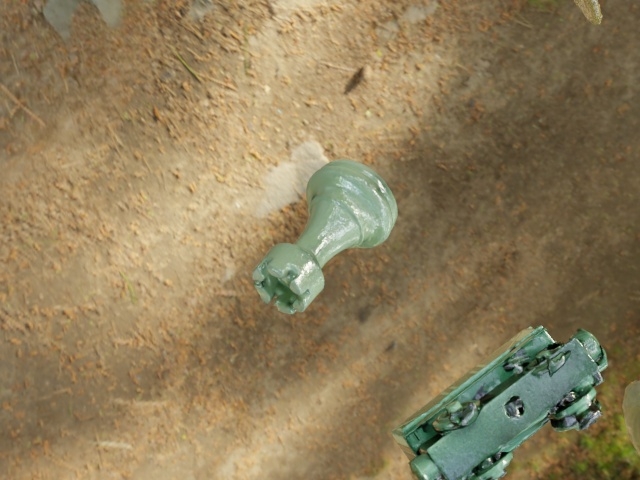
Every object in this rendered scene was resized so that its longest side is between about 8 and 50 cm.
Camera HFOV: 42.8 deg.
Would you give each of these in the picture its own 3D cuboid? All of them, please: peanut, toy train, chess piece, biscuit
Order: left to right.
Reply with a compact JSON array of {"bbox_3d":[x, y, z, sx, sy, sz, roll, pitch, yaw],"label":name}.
[{"bbox_3d":[0.000,0.000,1.556,0.299,0.194,0.195,-49,135,-36],"label":"chess piece"},{"bbox_3d":[0.211,0.203,0.945,0.269,0.154,0.115,-34,83,-13],"label":"toy train"},{"bbox_3d":[0.496,-0.520,1.603,0.033,0.220,0.220,-27,128,16],"label":"biscuit"},{"bbox_3d":[0.738,0.434,1.697,0.152,0.152,0.313,-29,93,-7],"label":"peanut"}]
